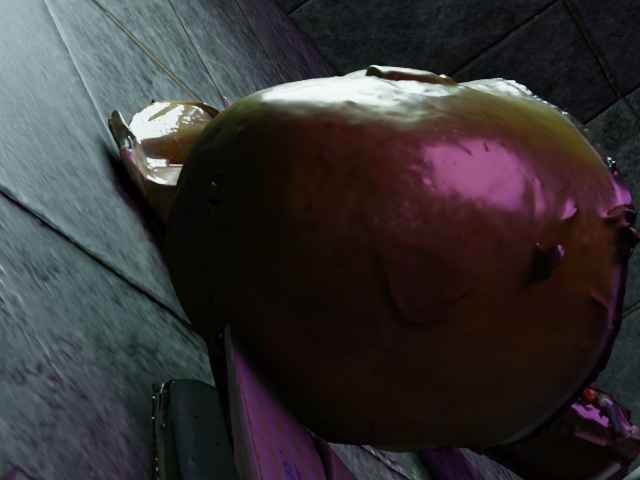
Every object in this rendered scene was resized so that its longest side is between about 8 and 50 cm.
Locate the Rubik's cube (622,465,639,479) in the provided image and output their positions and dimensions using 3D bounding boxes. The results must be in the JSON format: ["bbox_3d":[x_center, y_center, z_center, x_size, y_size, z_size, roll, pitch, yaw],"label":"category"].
[{"bbox_3d":[0.342,0.353,1.526,0.224,0.221,0.231,56,-10,3],"label":"Rubik's cube"}]

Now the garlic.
[{"bbox_3d":[-0.104,-0.063,1.292,0.174,0.099,0.124,-114,-179,-53],"label":"garlic"}]

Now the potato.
[{"bbox_3d":[0.000,0.000,1.113,0.296,0.290,0.397,10,-7,-33],"label":"potato"}]

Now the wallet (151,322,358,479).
[{"bbox_3d":[0.020,0.215,0.957,0.309,0.077,0.223,49,9,-32],"label":"wallet"}]

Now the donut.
[{"bbox_3d":[0.171,0.143,1.684,0.259,0.136,0.345,31,3,-22],"label":"donut"}]
